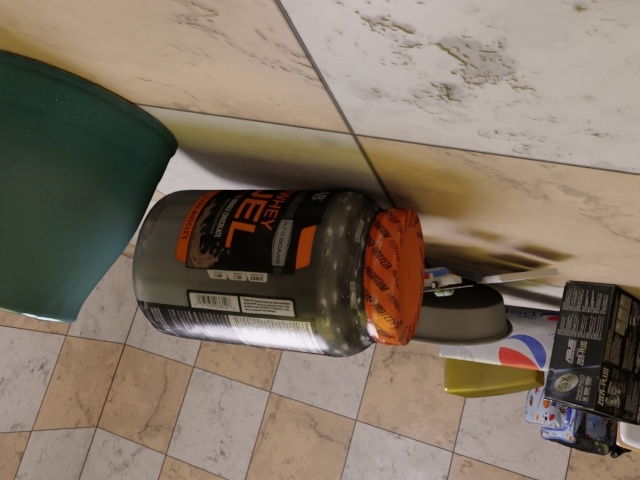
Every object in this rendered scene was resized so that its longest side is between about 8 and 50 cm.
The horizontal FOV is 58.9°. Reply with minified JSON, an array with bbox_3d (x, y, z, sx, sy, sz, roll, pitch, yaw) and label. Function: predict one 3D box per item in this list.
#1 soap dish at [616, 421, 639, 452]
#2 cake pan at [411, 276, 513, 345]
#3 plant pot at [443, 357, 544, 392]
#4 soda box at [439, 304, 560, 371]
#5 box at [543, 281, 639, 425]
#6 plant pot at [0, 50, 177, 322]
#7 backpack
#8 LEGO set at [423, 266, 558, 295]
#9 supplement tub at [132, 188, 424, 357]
[{"bbox_3d":[0.699,0.292,1.006,0.291,0.229,0.118,6,-178,42],"label":"soap dish"},{"bbox_3d":[0.180,0.104,0.971,0.293,0.054,0.293,5,-170,-1],"label":"cake pan"},{"bbox_3d":[0.405,0.252,1.299,0.187,0.212,0.212,-4,161,28],"label":"plant pot"},{"bbox_3d":[0.369,0.177,1.048,0.286,0.091,0.098,6,-168,14],"label":"soda box"},{"bbox_3d":[0.421,0.169,0.849,0.147,0.180,0.077,23,167,-35],"label":"box"},{"bbox_3d":[-0.343,-0.044,0.682,0.271,0.255,0.271,15,169,3],"label":"plant pot"},{"bbox_3d":[0.650,0.389,1.447,0.213,0.263,0.276,21,166,2],"label":"backpack"},{"bbox_3d":[0.193,0.048,0.828,0.244,0.060,0.182,-8,174,6],"label":"LEGO set"},{"bbox_3d":[-0.049,0.037,0.730,0.338,0.207,0.207,2,165,22],"label":"supplement tub"}]
